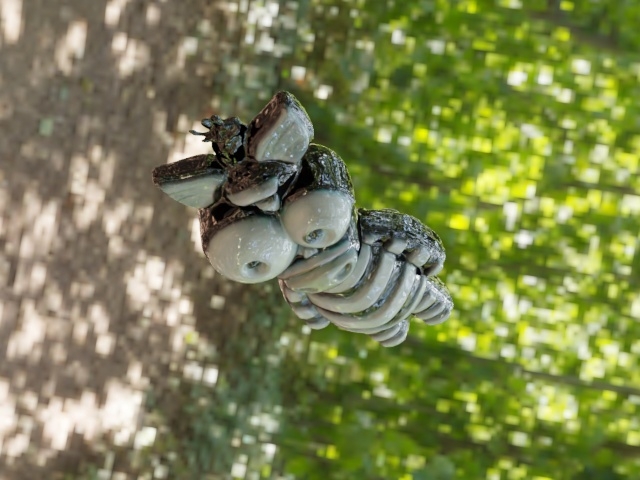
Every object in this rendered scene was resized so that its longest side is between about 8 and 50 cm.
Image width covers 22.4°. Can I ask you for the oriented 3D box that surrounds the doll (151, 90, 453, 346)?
[{"bbox_3d":[0.000,0.000,0.844,0.219,0.091,0.067,41,31,-47],"label":"doll"}]
